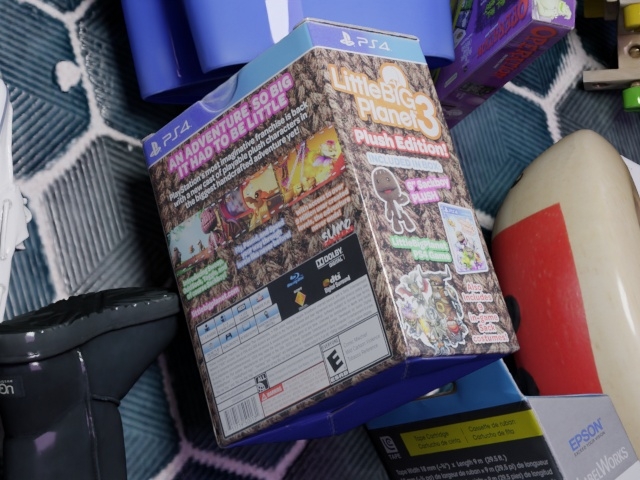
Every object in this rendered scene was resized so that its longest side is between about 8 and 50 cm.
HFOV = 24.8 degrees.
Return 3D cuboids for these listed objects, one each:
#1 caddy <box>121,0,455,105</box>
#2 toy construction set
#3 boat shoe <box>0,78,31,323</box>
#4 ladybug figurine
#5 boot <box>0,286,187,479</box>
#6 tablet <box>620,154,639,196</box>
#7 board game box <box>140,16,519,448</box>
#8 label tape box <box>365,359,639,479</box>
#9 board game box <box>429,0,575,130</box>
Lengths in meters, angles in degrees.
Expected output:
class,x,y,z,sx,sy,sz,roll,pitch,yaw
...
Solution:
class,x,y,z,sx,sy,sz,roll,pitch,yaw
caddy,-0.030,-0.235,1.364,0.341,0.241,0.179,-6,86,-37
toy construction set,0.323,-0.273,1.660,0.309,0.257,0.237,3,88,-14
boat shoe,-0.288,-0.011,1.221,0.084,0.095,0.258,18,78,-35
ladybug figurine,0.287,0.108,1.501,0.305,0.162,0.449,39,36,-64
boot,-0.190,0.154,1.241,0.246,0.094,0.207,-19,108,-59
tablet,0.363,-0.075,1.745,0.083,0.006,0.054,23,65,-28
board game box,0.000,0.000,1.234,0.141,0.232,0.291,2,66,-45
label tape box,0.187,0.232,1.390,0.106,0.241,0.333,-28,95,-37
board game box,0.148,-0.236,1.423,0.056,0.347,0.208,12,72,-16
